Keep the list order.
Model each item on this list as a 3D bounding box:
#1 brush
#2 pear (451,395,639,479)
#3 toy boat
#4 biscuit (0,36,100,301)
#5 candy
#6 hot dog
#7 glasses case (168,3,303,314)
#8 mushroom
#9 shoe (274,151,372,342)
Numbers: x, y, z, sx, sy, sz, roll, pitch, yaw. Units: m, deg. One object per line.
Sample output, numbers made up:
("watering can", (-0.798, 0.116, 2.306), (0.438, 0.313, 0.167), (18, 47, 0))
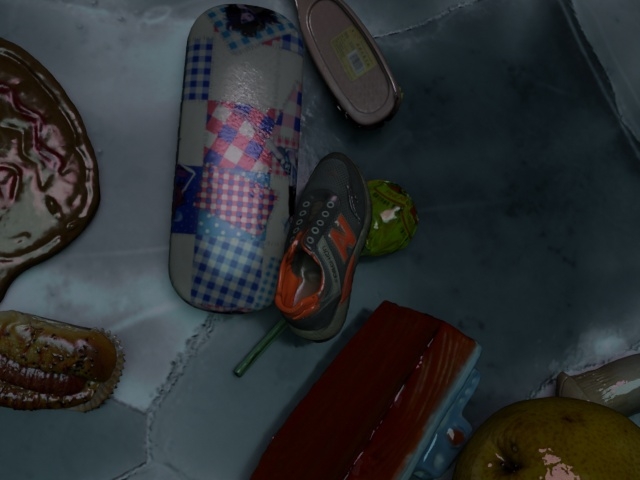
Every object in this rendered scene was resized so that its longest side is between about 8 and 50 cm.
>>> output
("brush", (0.000, -0.259, 0.918), (0.072, 0.067, 0.313), (-34, 81, 24))
("pear", (0.224, 0.248, 0.793), (0.208, 0.209, 0.209), (2, 80, -10))
("toy boat", (0.037, 0.225, 0.807), (0.133, 0.145, 0.332), (45, 75, -29))
("biscuit", (-0.364, -0.080, 0.828), (0.273, 0.049, 0.257), (45, 77, 1))
("candy", (0.001, 0.042, 0.869), (0.077, 0.073, 0.262), (41, 83, 18))
("hot dog", (-0.286, 0.114, 0.796), (0.192, 0.053, 0.099), (12, 99, -11))
("glasses case", (-0.086, -0.087, 0.860), (0.125, 0.076, 0.328), (5, 79, -7))
("mushroom", (0.362, 0.160, 0.896), (0.223, 0.092, 0.081), (-2, 37, -13))
("shoe", (0.000, -0.002, 0.810), (0.074, 0.077, 0.195), (4, 74, 24))
